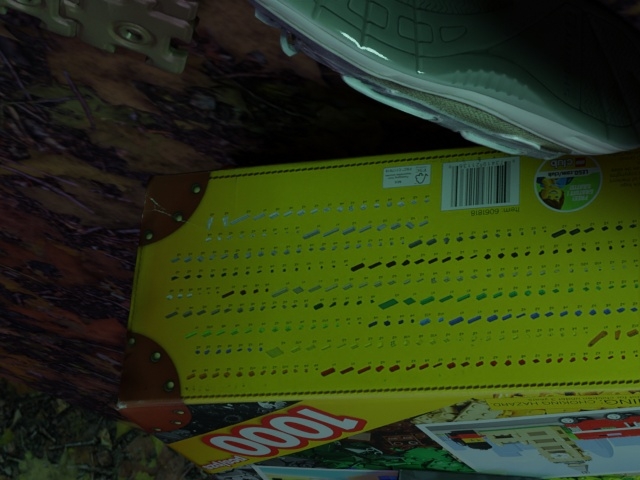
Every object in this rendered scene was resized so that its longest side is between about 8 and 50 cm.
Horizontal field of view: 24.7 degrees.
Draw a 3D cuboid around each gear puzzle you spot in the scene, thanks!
[{"bbox_3d":[-0.140,-0.216,0.881,0.175,0.044,0.339,19,157,-5],"label":"gear puzzle"}]

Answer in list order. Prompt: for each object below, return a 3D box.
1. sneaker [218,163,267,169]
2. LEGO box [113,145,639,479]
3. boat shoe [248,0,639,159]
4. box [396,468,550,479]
[{"bbox_3d":[0.000,0.000,1.301,0.087,0.083,0.221,-9,152,40],"label":"sneaker"},{"bbox_3d":[0.151,0.091,1.137,0.500,0.193,0.372,-4,154,20],"label":"LEGO box"},{"bbox_3d":[0.059,-0.124,0.867,0.320,0.118,0.103,19,157,-30],"label":"boat shoe"},{"bbox_3d":[0.114,0.215,1.149,0.116,0.029,0.162,4,158,1],"label":"box"}]
